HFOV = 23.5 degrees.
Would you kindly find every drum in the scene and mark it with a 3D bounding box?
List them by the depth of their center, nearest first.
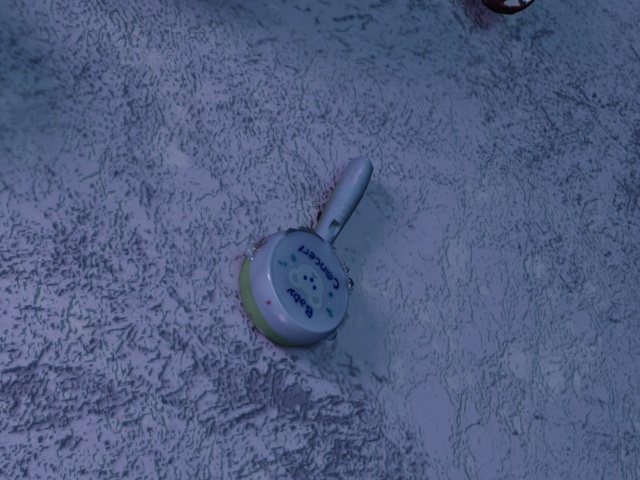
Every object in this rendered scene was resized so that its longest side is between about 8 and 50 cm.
[{"bbox_3d":[0.011,0.017,1.573,0.130,0.049,0.253,58,43,-7],"label":"drum"}]

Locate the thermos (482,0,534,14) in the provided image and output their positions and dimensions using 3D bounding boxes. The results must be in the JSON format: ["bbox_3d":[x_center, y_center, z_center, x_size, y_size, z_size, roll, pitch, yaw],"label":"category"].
[{"bbox_3d":[0.168,-0.428,1.895,0.136,0.109,0.330,-29,93,-48],"label":"thermos"}]
